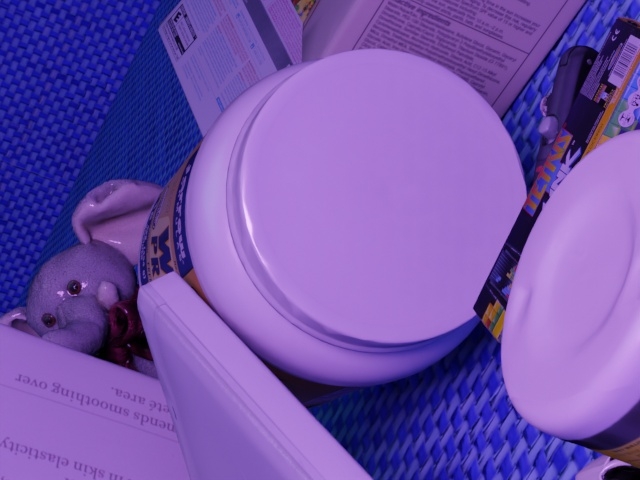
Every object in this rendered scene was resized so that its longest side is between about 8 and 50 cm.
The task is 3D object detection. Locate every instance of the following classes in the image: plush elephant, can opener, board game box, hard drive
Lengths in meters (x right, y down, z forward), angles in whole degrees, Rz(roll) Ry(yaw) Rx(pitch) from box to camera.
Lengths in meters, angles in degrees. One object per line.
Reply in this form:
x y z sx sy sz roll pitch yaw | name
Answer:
-0.192 0.095 1.540 0.272 0.255 0.330 -62 19 20 | plush elephant
0.164 -0.043 0.986 0.073 0.059 0.186 -13 57 68 | can opener
-0.001 -0.224 1.399 0.303 0.097 0.224 -45 47 24 | board game box
0.179 -0.008 0.767 0.170 0.141 0.048 -64 20 13 | board game box
-0.016 0.173 0.944 0.307 0.040 0.203 42 151 49 | hard drive

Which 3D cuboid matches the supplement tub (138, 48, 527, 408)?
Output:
0.000 0.000 1.091 0.316 0.228 0.228 143 144 -70 | supplement tub

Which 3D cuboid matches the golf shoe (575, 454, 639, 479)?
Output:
0.169 0.118 0.747 0.186 0.086 0.067 152 135 -66 | golf shoe

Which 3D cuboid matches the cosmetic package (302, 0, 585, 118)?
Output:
0.122 -0.226 1.155 0.309 0.160 0.113 -55 21 33 | cosmetic package

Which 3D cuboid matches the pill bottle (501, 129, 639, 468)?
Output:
0.186 0.047 0.574 0.119 0.208 0.119 -56 22 36 | pill bottle

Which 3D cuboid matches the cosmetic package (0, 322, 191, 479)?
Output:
-0.206 0.343 1.177 0.327 0.329 0.393 -51 24 41 | cosmetic package
